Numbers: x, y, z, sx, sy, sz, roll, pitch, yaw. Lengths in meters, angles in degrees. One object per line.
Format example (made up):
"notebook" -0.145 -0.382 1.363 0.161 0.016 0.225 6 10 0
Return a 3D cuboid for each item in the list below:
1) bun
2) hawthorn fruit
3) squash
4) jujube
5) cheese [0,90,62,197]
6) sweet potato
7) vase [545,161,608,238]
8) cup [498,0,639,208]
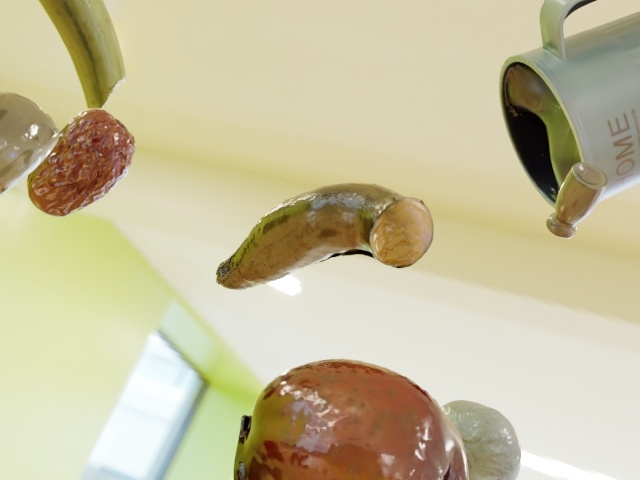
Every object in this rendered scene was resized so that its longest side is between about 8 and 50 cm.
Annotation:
"bun" 0.185 0.274 1.796 0.141 0.141 0.083 18 13 22
"hawthorn fruit" 0.040 0.221 1.327 0.249 0.215 0.215 15 -23 34
"squash" -0.326 -0.300 1.878 0.083 0.083 0.250 0 -60 50
"jujube" -0.353 -0.110 2.085 0.109 0.176 0.112 41 6 -36
"cheese" -0.394 -0.087 1.604 0.091 0.202 0.175 53 -10 -15
"sweet potato" -0.004 -0.003 1.523 0.285 0.112 0.085 -13 -37 33
"vase" 0.337 -0.051 1.878 0.053 0.053 0.101 25 -48 2
"cup" 0.462 -0.249 2.202 0.257 0.311 0.331 171 -103 -77
